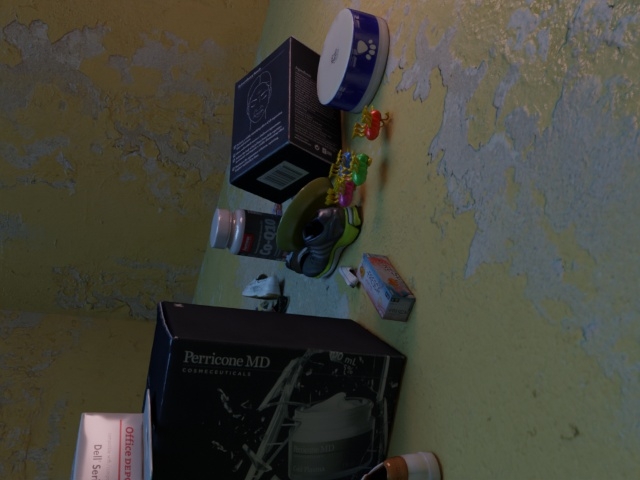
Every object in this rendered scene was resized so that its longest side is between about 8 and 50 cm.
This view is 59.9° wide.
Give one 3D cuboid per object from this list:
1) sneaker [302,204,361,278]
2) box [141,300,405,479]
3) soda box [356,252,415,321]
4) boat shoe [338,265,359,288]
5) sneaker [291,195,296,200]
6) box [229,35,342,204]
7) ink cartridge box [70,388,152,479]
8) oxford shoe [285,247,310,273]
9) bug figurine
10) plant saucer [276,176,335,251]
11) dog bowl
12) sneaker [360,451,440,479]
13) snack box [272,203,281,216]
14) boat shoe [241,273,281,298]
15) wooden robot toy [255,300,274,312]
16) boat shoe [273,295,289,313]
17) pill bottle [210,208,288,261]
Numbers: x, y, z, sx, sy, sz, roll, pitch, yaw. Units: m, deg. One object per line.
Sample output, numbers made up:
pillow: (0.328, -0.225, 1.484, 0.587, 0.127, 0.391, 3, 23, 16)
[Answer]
sneaker: (0.000, 0.000, 1.523, 0.300, 0.121, 0.111, 120, 152, -46)
box: (-0.130, 0.407, 1.180, 0.297, 0.479, 0.472, -161, 80, -68)
soda box: (0.136, 0.097, 1.197, 0.183, 0.058, 0.063, -118, 41, -58)
boat shoe: (0.076, 0.085, 1.418, 0.035, 0.035, 0.100, -48, 23, 9)
sneaker: (-0.148, -0.203, 1.897, 0.269, 0.153, 0.101, 59, 144, 29)
box: (-0.110, -0.363, 1.727, 0.293, 0.212, 0.396, -25, 56, 41)
ink cartridge box: (-0.394, 0.460, 1.008, 0.207, 0.119, 0.354, -117, 41, -53)
oxford shoe: (-0.029, -0.003, 1.703, 0.096, 0.082, 0.227, 26, 106, 46)
bug figurine: (0.088, -0.201, 1.410, 0.279, 0.072, 0.216, 126, 160, -61)
plant saucer: (-0.029, -0.062, 1.547, 0.037, 0.241, 0.241, 34, 122, 23)
dog bowl: (0.083, -0.493, 1.532, 0.265, 0.104, 0.265, -171, 90, -70)
sneaker: (0.105, 0.482, 1.028, 0.106, 0.123, 0.290, -109, 32, -49)
snack box: (-0.169, -0.063, 2.168, 0.064, 0.022, 0.178, 124, 149, -52)
boat shoe: (-0.218, 0.174, 2.105, 0.277, 0.098, 0.096, -10, 71, 60)
wooden robot toy: (-0.190, 0.296, 2.043, 0.173, 0.076, 0.079, -108, -3, -62)
boat shoe: (-0.147, 0.243, 1.951, 0.049, 0.042, 0.133, -105, 29, -44)
pill bottle: (-0.230, -0.021, 1.930, 0.161, 0.283, 0.161, -172, 90, -70)
